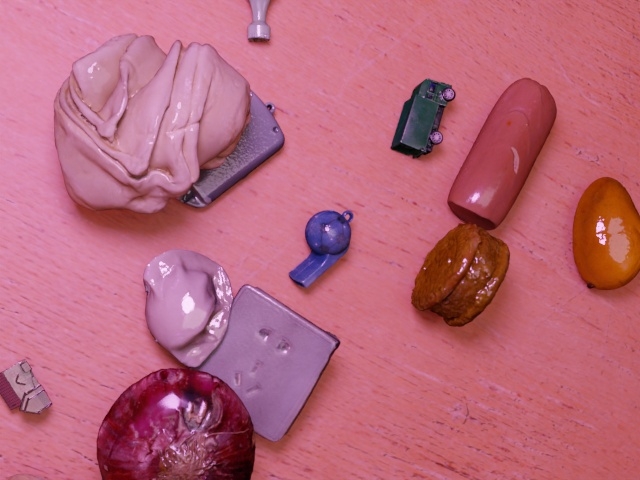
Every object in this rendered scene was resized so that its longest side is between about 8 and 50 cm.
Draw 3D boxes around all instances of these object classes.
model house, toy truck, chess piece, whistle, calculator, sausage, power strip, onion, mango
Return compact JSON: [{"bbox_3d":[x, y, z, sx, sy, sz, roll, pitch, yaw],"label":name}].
[{"bbox_3d":[-0.459,0.232,1.181,0.058,0.057,0.083,-32,97,-24],"label":"model house"},{"bbox_3d":[0.195,-0.231,1.445,0.079,0.065,0.147,21,80,-12],"label":"toy truck"},{"bbox_3d":[-0.108,-0.407,1.361,0.067,0.067,0.103,-1,94,-19],"label":"chess piece"},{"bbox_3d":[0.000,0.000,1.346,0.158,0.090,0.090,-40,98,-17],"label":"whistle"},{"bbox_3d":[-0.171,-0.164,1.321,0.246,0.045,0.141,-41,98,-17],"label":"calculator"},{"bbox_3d":[0.350,-0.168,1.463,0.121,0.121,0.304,33,76,-13],"label":"sausage"},{"bbox_3d":[-0.097,0.205,1.294,0.198,0.064,0.213,33,91,0],"label":"power strip"},{"bbox_3d":[-0.218,0.316,1.188,0.246,0.190,0.247,-2,102,-9],"label":"onion"},{"bbox_3d":[0.579,-0.014,1.536,0.147,0.109,0.228,2,84,5],"label":"mango"}]

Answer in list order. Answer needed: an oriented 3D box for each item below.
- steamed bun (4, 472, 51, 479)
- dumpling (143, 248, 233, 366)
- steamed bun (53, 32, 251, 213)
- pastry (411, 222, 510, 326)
[{"bbox_3d":[-0.438,0.474,1.126,0.292,0.137,0.296,30,84,-18],"label":"steamed bun"},{"bbox_3d":[-0.212,0.104,1.245,0.150,0.092,0.177,-23,67,-6],"label":"dumpling"},{"bbox_3d":[-0.259,-0.196,1.167,0.289,0.203,0.276,-3,55,6],"label":"steamed bun"},{"bbox_3d":[0.252,0.063,1.381,0.103,0.188,0.189,32,76,-10],"label":"pastry"}]
